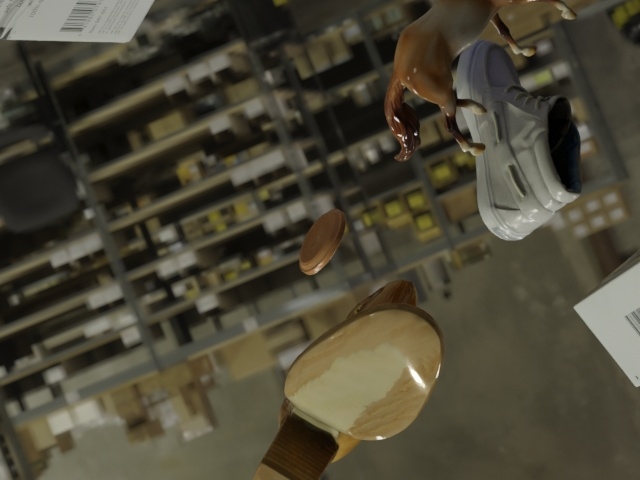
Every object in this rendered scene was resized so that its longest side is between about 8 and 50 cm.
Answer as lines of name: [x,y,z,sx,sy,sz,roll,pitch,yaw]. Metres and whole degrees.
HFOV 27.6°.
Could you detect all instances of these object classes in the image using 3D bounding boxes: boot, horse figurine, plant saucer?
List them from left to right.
plant saucer: [0.000,0.000,1.502,0.083,0.013,0.083,-48,-156,30]
boot: [0.044,0.092,1.124,0.295,0.104,0.211,-56,180,44]
horse figurine: [0.142,-0.199,1.308,0.263,0.174,0.066,-54,-145,2]
boot: [0.231,-0.134,1.446,0.095,0.258,0.123,13,148,-35]

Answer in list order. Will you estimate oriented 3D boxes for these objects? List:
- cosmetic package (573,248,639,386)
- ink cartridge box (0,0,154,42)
cosmetic package: [0.471,0.041,1.608,0.224,0.138,0.224,-34,172,-23]
ink cartridge box: [-0.309,-0.339,1.420,0.307,0.129,0.223,-8,146,-47]
